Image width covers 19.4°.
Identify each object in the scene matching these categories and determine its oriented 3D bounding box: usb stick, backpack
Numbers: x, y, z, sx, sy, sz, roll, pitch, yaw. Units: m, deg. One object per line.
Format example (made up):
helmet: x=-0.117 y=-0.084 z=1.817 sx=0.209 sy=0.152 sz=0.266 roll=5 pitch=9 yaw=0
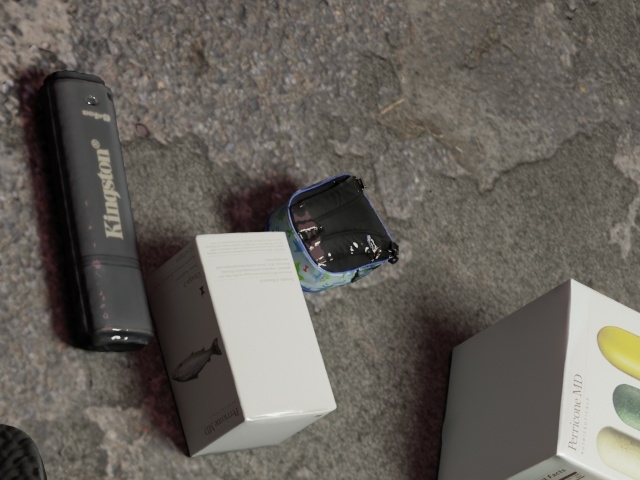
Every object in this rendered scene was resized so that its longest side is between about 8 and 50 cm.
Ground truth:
usb stick: x=-0.208 y=-0.028 z=1.724 sx=0.077 sy=0.045 sz=0.278 roll=4 pitch=64 yaw=-34
backpack: x=0.000 y=0.000 z=1.837 sx=0.114 sy=0.084 sz=0.105 roll=-18 pitch=77 yaw=-46

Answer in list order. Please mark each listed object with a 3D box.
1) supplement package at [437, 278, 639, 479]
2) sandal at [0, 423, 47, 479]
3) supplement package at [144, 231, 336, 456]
supplement package: x=0.282 y=0.204 z=1.858 sx=0.263 sy=0.198 sz=0.199 roll=26 pitch=54 yaw=-23
sandal: x=-0.316 y=0.329 z=1.395 sx=0.167 sy=0.107 sz=0.446 roll=1 pitch=46 yaw=14
supplement package: x=-0.076 y=0.094 z=1.716 sx=0.105 sy=0.105 sz=0.179 roll=-3 pitch=67 yaw=-38
